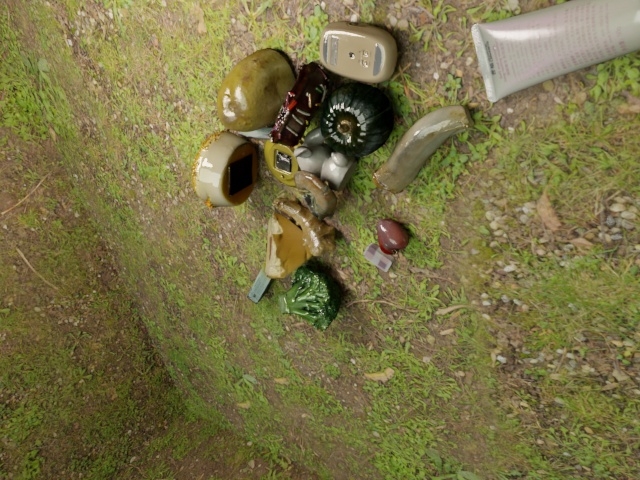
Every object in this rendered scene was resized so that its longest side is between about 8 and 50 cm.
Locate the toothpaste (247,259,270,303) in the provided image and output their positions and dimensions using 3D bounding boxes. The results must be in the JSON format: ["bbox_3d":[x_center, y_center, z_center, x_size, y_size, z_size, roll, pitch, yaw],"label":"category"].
[{"bbox_3d":[-0.242,0.170,1.989,0.071,0.089,0.312,36,136,4],"label":"toothpaste"}]

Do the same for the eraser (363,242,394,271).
[{"bbox_3d":[0.206,0.060,1.579,0.105,0.026,0.065,37,139,14],"label":"eraser"}]

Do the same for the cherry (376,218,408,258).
[{"bbox_3d":[0.237,-0.011,1.459,0.106,0.087,0.126,3,102,47],"label":"cherry"}]

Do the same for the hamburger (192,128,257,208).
[{"bbox_3d":[-0.357,-0.258,1.646,0.179,0.276,0.294,17,125,17],"label":"hamburger"}]

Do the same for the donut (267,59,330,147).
[{"bbox_3d":[-0.060,-0.395,1.322,0.103,0.269,0.269,26,138,-9],"label":"donut"}]

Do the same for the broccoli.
[{"bbox_3d":[-0.039,0.230,1.771,0.261,0.242,0.269,144,116,-66],"label":"broccoli"}]

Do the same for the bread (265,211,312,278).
[{"bbox_3d":[-0.167,0.035,1.722,0.224,0.211,0.184,46,159,-6],"label":"bread"}]

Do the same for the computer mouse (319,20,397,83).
[{"bbox_3d":[0.103,-0.513,1.216,0.237,0.082,0.145,24,132,28],"label":"computer mouse"}]

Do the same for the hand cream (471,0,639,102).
[{"bbox_3d":[0.504,-0.420,0.943,0.359,0.118,0.185,1,122,48],"label":"hand cream"}]

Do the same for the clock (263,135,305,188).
[{"bbox_3d":[-0.121,-0.286,1.587,0.237,0.057,0.237,21,129,27],"label":"clock"}]

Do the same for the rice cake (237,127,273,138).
[{"bbox_3d":[-0.227,-0.385,1.589,0.211,0.034,0.043,18,91,42],"label":"rice cake"}]

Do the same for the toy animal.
[{"bbox_3d":[0.016,-0.252,1.417,0.193,0.127,0.178,35,167,1],"label":"toy animal"}]

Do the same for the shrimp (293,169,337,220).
[{"bbox_3d":[-0.019,-0.144,1.491,0.168,0.077,0.317,39,167,8],"label":"shrimp"}]

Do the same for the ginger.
[{"bbox_3d":[-0.059,-0.056,1.649,0.294,0.131,0.086,40,173,12],"label":"ginger"}]

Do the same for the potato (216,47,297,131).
[{"bbox_3d":[-0.224,-0.460,1.437,0.285,0.242,0.242,-21,104,43],"label":"potato"}]

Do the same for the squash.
[{"bbox_3d":[0.101,-0.340,1.274,0.218,0.172,0.218,17,151,10],"label":"squash"}]

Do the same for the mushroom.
[{"bbox_3d":[0.274,-0.255,1.256,0.123,0.095,0.351,34,140,-12],"label":"mushroom"}]
